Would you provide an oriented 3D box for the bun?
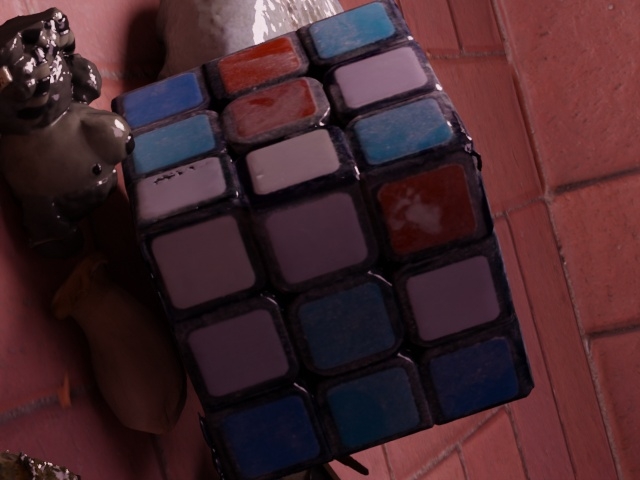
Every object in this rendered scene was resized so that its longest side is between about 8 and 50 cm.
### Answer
[{"bbox_3d":[-0.079,-0.201,2.028,0.362,0.211,0.361,-12,90,-70],"label":"bun"}]

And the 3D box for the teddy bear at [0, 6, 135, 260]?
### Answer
[{"bbox_3d":[-0.265,-0.124,1.631,0.171,0.144,0.251,-86,154,-53],"label":"teddy bear"}]

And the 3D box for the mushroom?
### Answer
[{"bbox_3d":[-0.207,0.111,1.698,0.212,0.097,0.088,59,-16,-24],"label":"mushroom"}]

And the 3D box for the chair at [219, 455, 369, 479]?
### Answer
[{"bbox_3d":[-0.042,0.306,1.894,0.272,0.166,0.188,35,-16,50],"label":"chair"}]

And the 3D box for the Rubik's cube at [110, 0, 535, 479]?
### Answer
[{"bbox_3d":[0.000,0.000,1.752,0.363,0.359,0.362,-105,175,-59],"label":"Rubik's cube"}]

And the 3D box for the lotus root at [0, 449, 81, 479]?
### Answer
[{"bbox_3d":[-0.280,0.227,1.394,0.143,0.144,0.070,30,57,-49],"label":"lotus root"}]
